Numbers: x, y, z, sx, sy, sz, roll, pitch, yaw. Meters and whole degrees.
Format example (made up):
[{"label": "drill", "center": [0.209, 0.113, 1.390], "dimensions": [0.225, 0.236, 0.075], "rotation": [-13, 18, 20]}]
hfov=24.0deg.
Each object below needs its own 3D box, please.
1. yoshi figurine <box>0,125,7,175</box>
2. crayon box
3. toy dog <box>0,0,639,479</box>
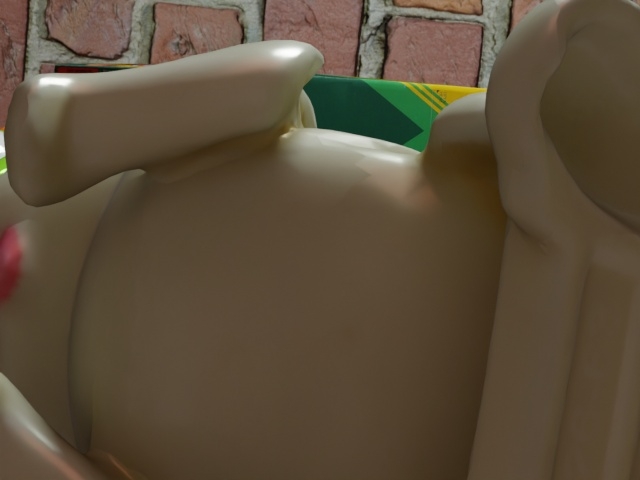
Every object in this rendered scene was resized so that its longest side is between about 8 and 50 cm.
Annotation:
[{"label": "yoshi figurine", "center": [-0.276, -0.013, 1.399], "dimensions": [0.362, 0.204, 0.203], "rotation": [2, 17, 35]}, {"label": "crayon box", "center": [-0.052, -0.125, 1.569], "dimensions": [0.313, 0.106, 0.363], "rotation": [-2, 8, -40]}, {"label": "toy dog", "center": [-0.002, 0.035, 0.711], "dimensions": [0.407, 0.285, 0.395], "rotation": [8, 6, 39]}]
